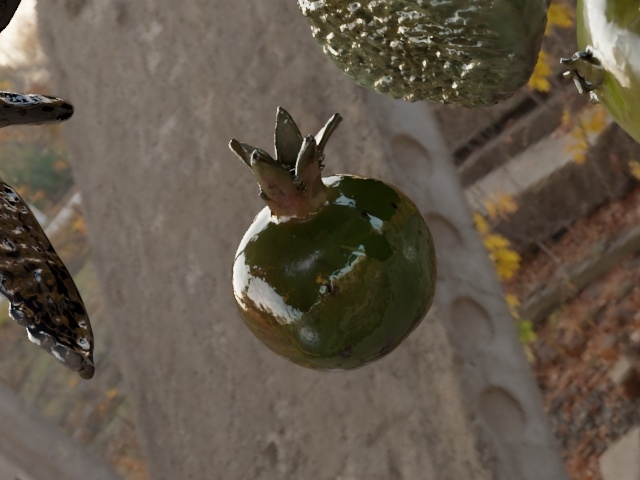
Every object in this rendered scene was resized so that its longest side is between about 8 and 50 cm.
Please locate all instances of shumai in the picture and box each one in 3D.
[{"bbox_3d":[0.118,-0.250,1.056,0.222,0.225,0.260,-59,14,-12],"label":"shumai"}]

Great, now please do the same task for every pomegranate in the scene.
[{"bbox_3d":[0.000,0.000,1.005,0.181,0.224,0.181,-21,28,11],"label":"pomegranate"}]

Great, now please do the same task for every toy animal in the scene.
[{"bbox_3d":[-0.191,-0.078,0.582,0.197,0.160,0.272,-135,42,-83],"label":"toy animal"}]

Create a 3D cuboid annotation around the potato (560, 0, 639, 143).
[{"bbox_3d":[0.328,-0.155,0.705,0.219,0.359,0.270,-58,-30,-69],"label":"potato"}]
